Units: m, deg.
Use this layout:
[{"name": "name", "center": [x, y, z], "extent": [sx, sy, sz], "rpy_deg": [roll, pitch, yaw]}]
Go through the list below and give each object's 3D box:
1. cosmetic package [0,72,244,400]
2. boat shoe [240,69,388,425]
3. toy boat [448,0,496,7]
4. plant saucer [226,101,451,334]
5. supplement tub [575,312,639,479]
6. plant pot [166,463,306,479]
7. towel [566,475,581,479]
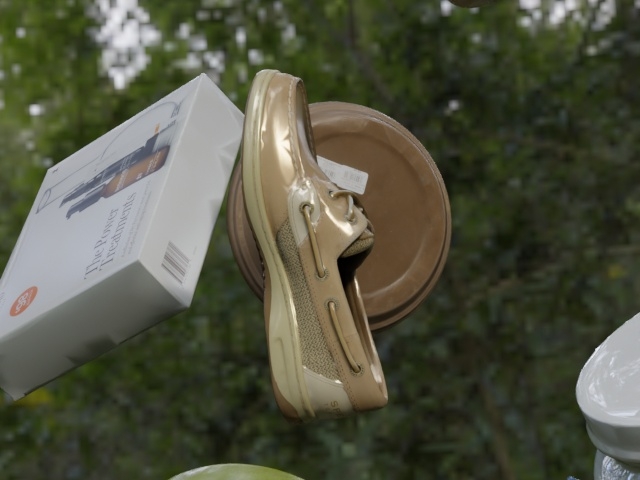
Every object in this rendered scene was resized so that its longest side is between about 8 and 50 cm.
[{"name": "cosmetic package", "center": [-0.254, -0.009, 2.315], "extent": [0.284, 0.377, 0.097], "rpy_deg": [-31, -63, 29]}, {"name": "boat shoe", "center": [0.000, 0.000, 1.804], "extent": [0.110, 0.341, 0.121], "rpy_deg": [-10, -7, 14]}, {"name": "toy boat", "center": [0.165, -0.291, 1.631], "extent": [0.151, 0.151, 0.231], "rpy_deg": [-20, 4, -8]}, {"name": "plant saucer", "center": [0.029, -0.026, 2.184], "extent": [0.277, 0.278, 0.041], "rpy_deg": [1, -8, -20]}, {"name": "supplement tub", "center": [0.330, 0.199, 1.331], "extent": [0.228, 0.316, 0.228], "rpy_deg": [-26, 18, 9]}, {"name": "plant pot", "center": [-0.091, 0.354, 1.429], "extent": [0.366, 0.367, 0.353], "rpy_deg": [-7, 24, 15]}, {"name": "towel", "center": [0.290, 0.279, 1.875], "extent": [0.119, 0.067, 0.029], "rpy_deg": [12, 15, 17]}]
